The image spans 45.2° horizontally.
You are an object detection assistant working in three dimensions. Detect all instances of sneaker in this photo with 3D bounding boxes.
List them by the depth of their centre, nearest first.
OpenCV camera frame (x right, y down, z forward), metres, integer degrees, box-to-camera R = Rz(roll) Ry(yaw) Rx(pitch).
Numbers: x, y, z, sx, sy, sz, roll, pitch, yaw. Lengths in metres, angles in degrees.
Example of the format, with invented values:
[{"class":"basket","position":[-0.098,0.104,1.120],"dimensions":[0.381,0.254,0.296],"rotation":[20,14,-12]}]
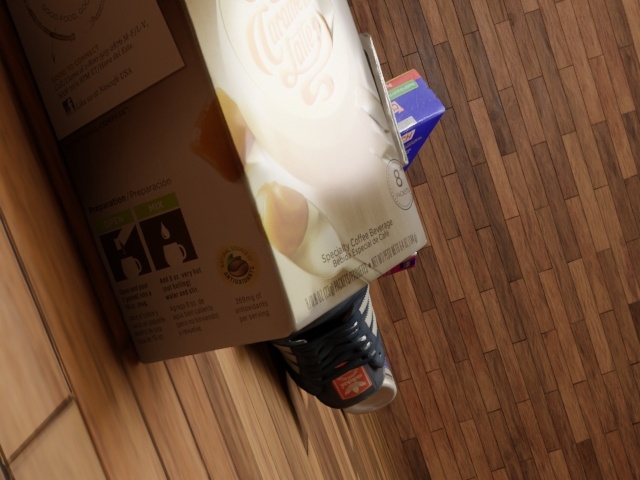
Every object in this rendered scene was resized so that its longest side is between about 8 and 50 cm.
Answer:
[{"class":"sneaker","position":[0.013,0.100,0.781],"dimensions":[0.350,0.131,0.148],"rotation":[57,9,-84]}]

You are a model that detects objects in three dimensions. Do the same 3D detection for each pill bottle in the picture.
[{"class":"pill bottle","position":[0.069,0.229,1.486],"dimensions":[0.112,0.112,0.186],"rotation":[69,3,-50]}]

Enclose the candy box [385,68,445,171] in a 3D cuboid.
[{"class":"candy box","position":[0.075,-0.170,1.573],"dimensions":[0.122,0.268,0.317],"rotation":[55,-28,13]}]

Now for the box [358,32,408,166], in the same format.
[{"class":"box","position":[-0.037,-0.076,0.609],"dimensions":[0.290,0.169,0.087],"rotation":[-105,179,-85]}]

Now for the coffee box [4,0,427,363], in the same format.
[{"class":"coffee box","position":[-0.053,-0.084,0.378],"dimensions":[0.141,0.098,0.246],"rotation":[-28,101,-55]}]

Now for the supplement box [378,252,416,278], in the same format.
[{"class":"supplement box","position":[0.050,0.019,1.364],"dimensions":[0.111,0.220,0.114],"rotation":[63,8,-75]}]
